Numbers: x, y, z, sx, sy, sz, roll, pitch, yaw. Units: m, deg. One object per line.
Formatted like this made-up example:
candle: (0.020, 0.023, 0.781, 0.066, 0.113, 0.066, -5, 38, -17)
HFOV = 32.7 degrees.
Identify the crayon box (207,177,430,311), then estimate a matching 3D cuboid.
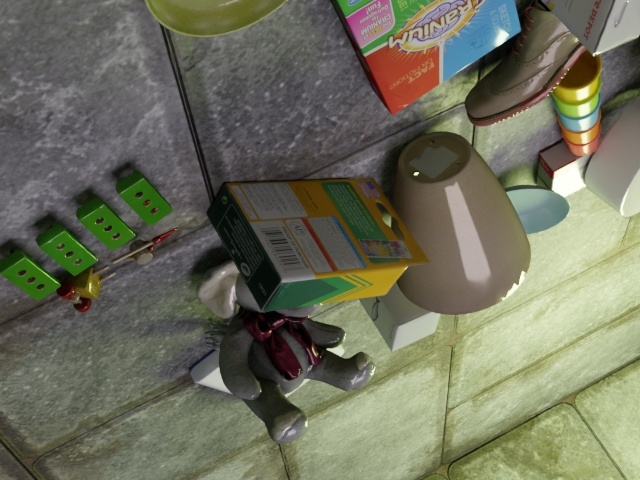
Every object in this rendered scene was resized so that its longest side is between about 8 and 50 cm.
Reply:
crayon box: (0.000, 0.000, 1.789, 0.323, 0.203, 0.083, -5, 142, -40)

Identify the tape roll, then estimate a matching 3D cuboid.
tape roll: (0.666, -0.188, 2.206, 0.286, 0.100, 0.286, -35, 152, -22)

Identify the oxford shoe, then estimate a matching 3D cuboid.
oxford shoe: (0.350, -0.326, 1.754, 0.348, 0.123, 0.130, -42, 124, 20)

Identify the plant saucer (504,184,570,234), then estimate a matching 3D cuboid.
plant saucer: (0.406, -0.070, 2.215, 0.195, 0.037, 0.195, -1, 151, -1)

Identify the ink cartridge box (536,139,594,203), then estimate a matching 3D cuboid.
ink cartridge box: (0.493, -0.145, 2.209, 0.099, 0.056, 0.135, -28, 152, -8)

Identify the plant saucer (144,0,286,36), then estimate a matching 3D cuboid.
plant saucer: (-0.108, -0.347, 1.304, 0.241, 0.037, 0.241, -24, 151, -14)

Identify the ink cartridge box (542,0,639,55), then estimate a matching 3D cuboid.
ink cartridge box: (0.371, -0.389, 1.530, 0.093, 0.212, 0.154, -23, 150, -18)

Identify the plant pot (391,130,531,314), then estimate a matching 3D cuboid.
plant pot: (0.228, -0.051, 1.931, 0.256, 0.256, 0.274, -29, 137, -7)

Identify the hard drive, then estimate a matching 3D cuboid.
hard drive: (-0.103, 0.248, 2.254, 0.210, 0.040, 0.318, -38, 151, 11)

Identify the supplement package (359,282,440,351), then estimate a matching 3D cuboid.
supplement package: (0.144, 0.104, 2.124, 0.105, 0.179, 0.105, -22, 150, -19)

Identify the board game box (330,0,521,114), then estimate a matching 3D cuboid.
board game box: (0.150, -0.338, 1.549, 0.242, 0.064, 0.316, -33, 152, 3)

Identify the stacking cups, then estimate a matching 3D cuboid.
stacking cups: (0.467, -0.249, 2.004, 0.096, 0.096, 0.316, -33, 157, 1)

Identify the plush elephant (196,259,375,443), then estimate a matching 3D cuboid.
plush elephant: (-0.076, 0.139, 1.912, 0.272, 0.330, 0.255, -25, 131, -41)

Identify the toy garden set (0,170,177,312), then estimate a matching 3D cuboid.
toy garden set: (-0.332, 0.004, 1.632, 0.244, 0.049, 0.204, -33, 150, 0)
